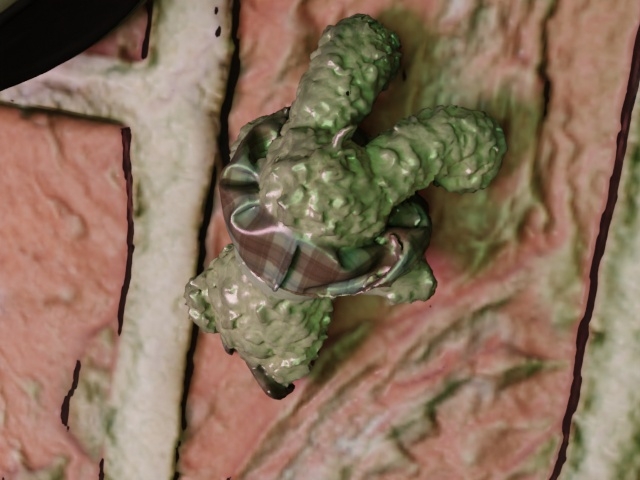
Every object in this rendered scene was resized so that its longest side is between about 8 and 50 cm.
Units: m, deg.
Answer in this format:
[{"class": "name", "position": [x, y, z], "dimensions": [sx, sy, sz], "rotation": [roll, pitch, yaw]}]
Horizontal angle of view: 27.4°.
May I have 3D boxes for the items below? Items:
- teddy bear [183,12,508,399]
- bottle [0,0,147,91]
[{"class": "teddy bear", "position": [-0.003, -0.003, 0.683], "dimensions": [0.133, 0.111, 0.213], "rotation": [38, 108, 11]}, {"class": "bottle", "position": [-0.226, -0.252, 0.682], "dimensions": [0.168, 0.168, 0.347], "rotation": [-35, 84, 20]}]
